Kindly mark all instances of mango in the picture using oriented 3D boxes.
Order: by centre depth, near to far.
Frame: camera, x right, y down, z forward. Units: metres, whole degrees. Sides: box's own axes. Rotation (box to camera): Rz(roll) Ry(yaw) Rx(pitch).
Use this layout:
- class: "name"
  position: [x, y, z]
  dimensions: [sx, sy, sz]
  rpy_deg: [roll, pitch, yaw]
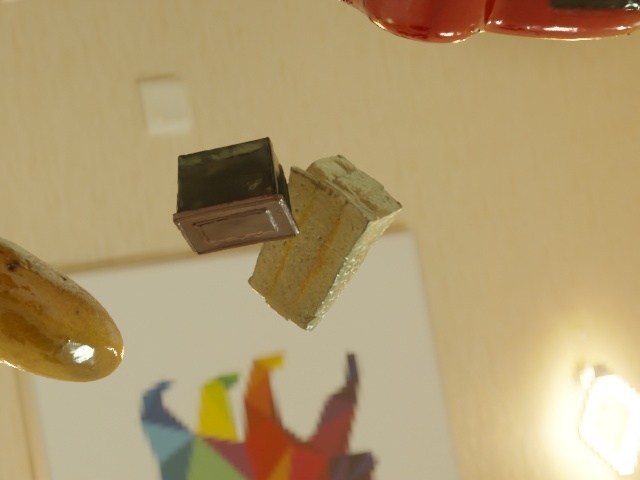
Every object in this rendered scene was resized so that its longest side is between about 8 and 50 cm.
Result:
- class: "mango"
  position: [-0.290, 0.070, 1.663]
  dimensions: [0.147, 0.109, 0.227]
  rpy_deg: [-9, 144, 44]

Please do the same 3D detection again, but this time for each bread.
- class: "bread"
  position: [-0.011, 0.010, 1.352]
  dimensions: [0.152, 0.077, 0.105]
  rpy_deg: [-57, 169, 21]

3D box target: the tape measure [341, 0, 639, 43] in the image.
- class: "tape measure"
  position: [0.073, -0.194, 0.901]
  dimensions: [0.260, 0.114, 0.253]
  rpy_deg: [-8, -150, -34]

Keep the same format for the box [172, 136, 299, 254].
- class: "box"
  position: [-0.064, -0.034, 1.265]
  dimensions: [0.084, 0.063, 0.060]
  rpy_deg: [-11, 148, 11]
